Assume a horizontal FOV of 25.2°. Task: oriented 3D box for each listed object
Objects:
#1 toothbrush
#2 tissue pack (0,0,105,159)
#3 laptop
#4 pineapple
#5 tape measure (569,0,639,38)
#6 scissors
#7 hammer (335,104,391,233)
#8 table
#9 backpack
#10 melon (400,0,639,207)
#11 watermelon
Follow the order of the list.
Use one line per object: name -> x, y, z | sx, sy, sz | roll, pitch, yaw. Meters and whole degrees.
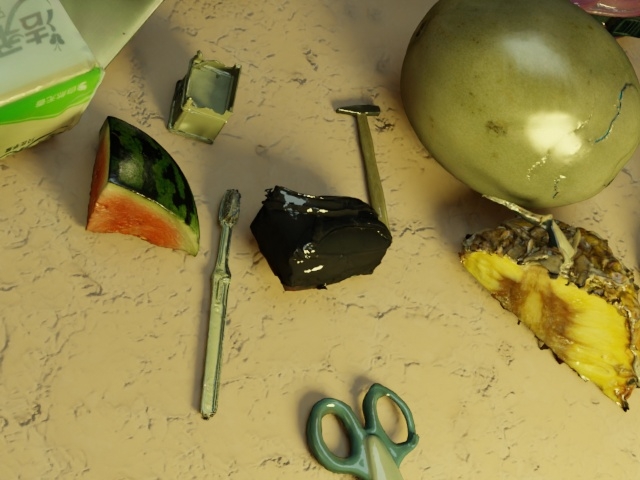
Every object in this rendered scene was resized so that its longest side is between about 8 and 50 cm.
toothbrush -> -0.119, 0.070, 1.688 | 0.026, 0.028, 0.294 | 12, 68, -16
tissue pack -> -0.500, -0.204, 1.547 | 0.405, 0.205, 0.332 | -28, 80, -31
laptop -> -0.321, -0.336, 1.716 | 0.269, 0.187, 0.015 | 45, 21, 2
pineapple -> 0.330, 0.042, 1.810 | 0.334, 0.158, 0.161 | 40, 58, 0
tape measure -> 0.385, -0.402, 2.055 | 0.245, 0.149, 0.232 | 6, 67, -12
scissors -> 0.082, 0.306, 1.650 | 0.138, 0.041, 0.289 | -12, 68, -26
hammer -> 0.063, -0.087, 1.843 | 0.062, 0.013, 0.199 | 0, 66, -23
table -> -0.143, -0.176, 1.756 | 0.062, 0.083, 0.079 | 17, 62, -16
backpack -> 0.003, 0.003, 1.724 | 0.165, 0.106, 0.120 | 5, 41, -38
melon -> 0.260, -0.181, 1.822 | 0.330, 0.268, 0.268 | 30, 59, -14
watermelon -> -0.195, -0.059, 1.668 | 0.145, 0.137, 0.193 | 14, 20, -15
